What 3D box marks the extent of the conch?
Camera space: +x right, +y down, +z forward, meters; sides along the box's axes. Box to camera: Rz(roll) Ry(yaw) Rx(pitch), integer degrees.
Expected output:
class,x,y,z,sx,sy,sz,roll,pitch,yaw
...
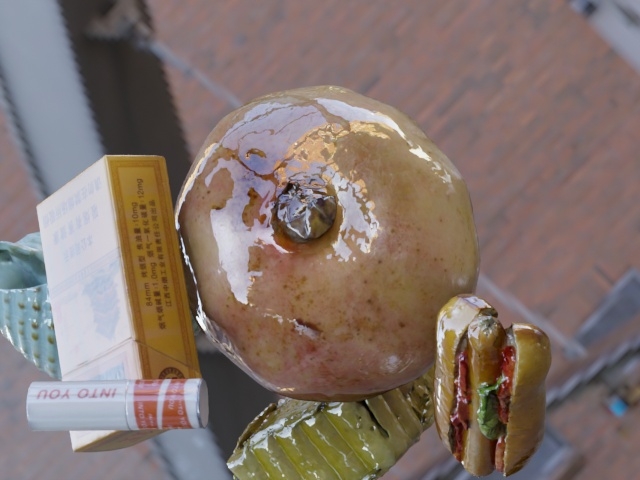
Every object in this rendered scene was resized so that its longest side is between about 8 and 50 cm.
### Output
class,x,y,z,sx,sy,sz,roll,pitch,yaw
conch,-0.276,0.086,2.397,0.319,0.215,0.303,-13,11,-7

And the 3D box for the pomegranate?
class,x,y,z,sx,sy,sz,roll,pitch,yaw
pomegranate,0.000,0.000,1.967,0.338,0.338,0.338,-46,0,0

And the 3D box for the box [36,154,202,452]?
class,x,y,z,sx,sy,sz,roll,pitch,yaw
box,-0.207,0.067,1.949,0.076,0.274,0.174,-2,-15,-32

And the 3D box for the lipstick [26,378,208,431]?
class,x,y,z,sx,sy,sz,roll,pitch,yaw
lipstick,-0.150,0.122,1.410,0.131,0.038,0.038,-2,7,7

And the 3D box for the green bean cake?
class,x,y,z,sx,sy,sz,roll,pitch,yaw
green bean cake,0.025,0.218,2.209,0.230,0.131,0.224,-34,6,32

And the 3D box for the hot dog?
class,x,y,z,sx,sy,sz,roll,pitch,yaw
hot dog,0.118,0.107,1.356,0.062,0.092,0.235,-51,-23,-22
